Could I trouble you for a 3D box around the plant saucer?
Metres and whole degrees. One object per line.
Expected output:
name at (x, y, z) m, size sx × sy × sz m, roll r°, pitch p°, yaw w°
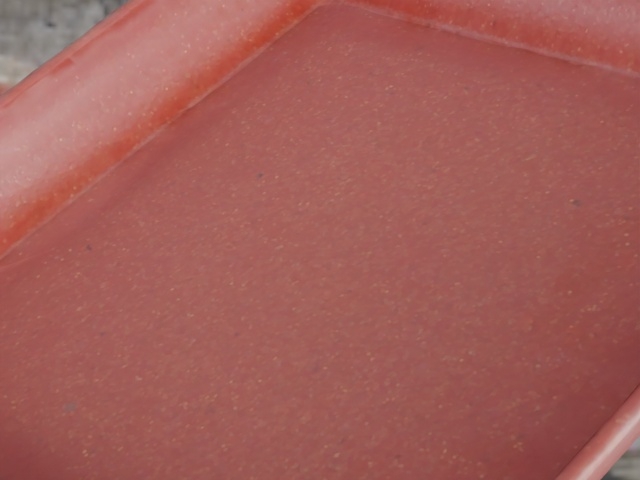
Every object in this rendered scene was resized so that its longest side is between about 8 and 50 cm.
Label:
plant saucer at (0.000, 0.000, 0.443) m, size 0.259 × 0.258 × 0.047 m, roll 22°, pitch 144°, yaw 42°
